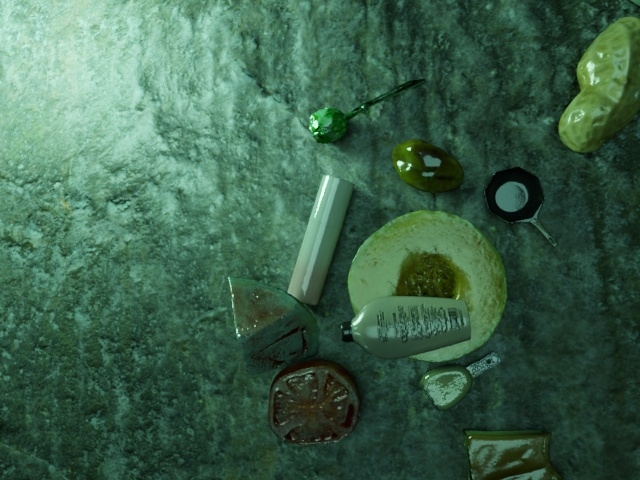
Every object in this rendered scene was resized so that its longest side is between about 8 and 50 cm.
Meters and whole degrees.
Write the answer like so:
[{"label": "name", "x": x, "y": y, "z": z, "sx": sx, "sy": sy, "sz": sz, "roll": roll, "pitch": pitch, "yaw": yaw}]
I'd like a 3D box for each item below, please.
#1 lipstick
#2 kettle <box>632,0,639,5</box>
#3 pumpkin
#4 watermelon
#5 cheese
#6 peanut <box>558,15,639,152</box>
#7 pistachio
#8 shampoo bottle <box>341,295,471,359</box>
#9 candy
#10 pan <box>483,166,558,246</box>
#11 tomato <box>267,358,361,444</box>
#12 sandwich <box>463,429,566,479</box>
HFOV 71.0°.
[{"label": "lipstick", "x": 0.000, "y": 0.000, "z": 1.154, "sx": 0.087, "sy": 0.087, "sz": 0.327, "roll": 17, "pitch": 91, "yaw": 15}, {"label": "kettle", "x": 0.806, "y": -0.642, "z": 0.863, "sx": 0.319, "sy": 0.342, "sz": 0.247, "roll": 22, "pitch": 91, "yaw": 14}, {"label": "pumpkin", "x": 0.238, "y": 0.109, "z": 1.044, "sx": 0.332, "sy": 0.199, "sz": 0.332, "roll": -1, "pitch": 83, "yaw": 7}, {"label": "watermelon", "x": -0.154, "y": 0.214, "z": 1.096, "sx": 0.262, "sy": 0.213, "sz": 0.201, "roll": 22, "pitch": 50, "yaw": 21}, {"label": "cheese", "x": 0.339, "y": 0.326, "z": 1.071, "sx": 0.192, "sy": 0.037, "sz": 0.097, "roll": -34, "pitch": 80, "yaw": 11}, {"label": "peanut", "x": 0.639, "y": -0.343, "z": 0.998, "sx": 0.147, "sy": 0.147, "sz": 0.305, "roll": 16, "pitch": 95, "yaw": 15}, {"label": "pistachio", "x": 0.254, "y": -0.178, "z": 1.095, "sx": 0.189, "sy": 0.100, "sz": 0.110, "roll": 33, "pitch": 93, "yaw": 13}, {"label": "shampoo bottle", "x": 0.167, "y": 0.174, "z": 0.911, "sx": 0.257, "sy": 0.078, "sz": 0.127, "roll": -7, "pitch": 77, "yaw": 9}, {"label": "candy", "x": 0.122, "y": -0.347, "z": 1.160, "sx": 0.323, "sy": 0.097, "sz": 0.097, "roll": -25, "pitch": 80, "yaw": 4}, {"label": "pan", "x": 0.464, "y": -0.069, "z": 1.061, "sx": 0.128, "sy": 0.048, "sz": 0.202, "roll": -13, "pitch": 82, "yaw": 14}, {"label": "tomato", "x": -0.019, "y": 0.396, "z": 1.117, "sx": 0.237, "sy": 0.095, "sz": 0.236, "roll": 0, "pitch": 101, "yaw": -1}, {"label": "sandwich", "x": 0.446, "y": 0.560, "z": 1.016, "sx": 0.212, "sy": 0.063, "sz": 0.245, "roll": -7, "pitch": 86, "yaw": 12}]
